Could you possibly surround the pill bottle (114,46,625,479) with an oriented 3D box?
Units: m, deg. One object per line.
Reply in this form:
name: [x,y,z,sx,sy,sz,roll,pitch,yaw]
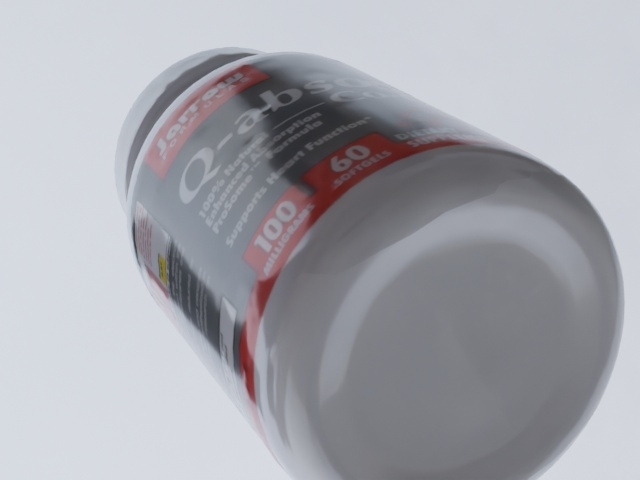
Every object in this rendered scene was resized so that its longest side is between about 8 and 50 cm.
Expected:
pill bottle: [0.000,0.000,0.768,0.210,0.210,0.363,3,-162,-26]
